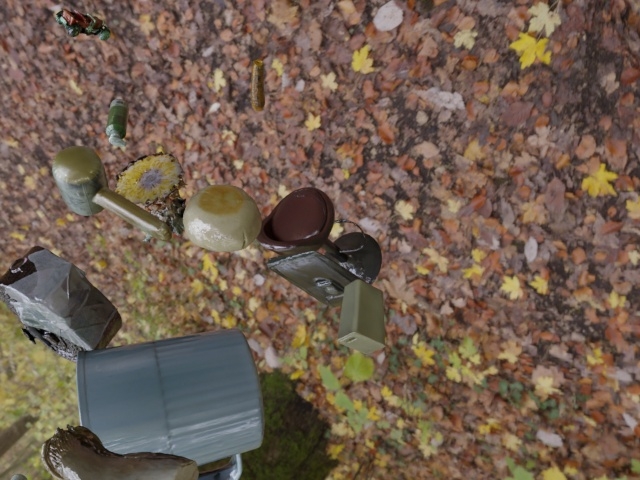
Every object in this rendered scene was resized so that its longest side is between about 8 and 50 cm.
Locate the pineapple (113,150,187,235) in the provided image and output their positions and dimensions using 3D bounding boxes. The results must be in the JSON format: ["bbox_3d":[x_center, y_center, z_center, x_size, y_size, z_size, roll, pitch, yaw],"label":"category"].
[{"bbox_3d":[-0.552,-0.125,1.993,0.262,0.262,0.272,14,144,20],"label":"pineapple"}]

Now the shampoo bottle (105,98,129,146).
[{"bbox_3d":[-0.624,-0.360,1.774,0.065,0.204,0.065,-7,133,-7],"label":"shampoo bottle"}]

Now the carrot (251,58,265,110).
[{"bbox_3d":[-0.176,-0.439,1.630,0.042,0.042,0.171,25,146,11],"label":"carrot"}]

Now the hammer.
[{"bbox_3d":[-0.476,-0.084,1.342,0.305,0.113,0.202,33,156,3],"label":"hammer"}]

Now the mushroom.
[{"bbox_3d":[-0.258,0.289,0.717,0.223,0.092,0.081,2,120,24],"label":"mushroom"}]

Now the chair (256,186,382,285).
[{"bbox_3d":[0.000,0.000,1.679,0.226,0.227,0.401,-4,155,31],"label":"chair"}]

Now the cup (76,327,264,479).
[{"bbox_3d":[-0.276,0.345,1.099,0.257,0.311,0.331,146,113,-70],"label":"cup"}]

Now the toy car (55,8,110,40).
[{"bbox_3d":[-0.633,-0.581,1.544,0.073,0.143,0.054,46,118,12],"label":"toy car"}]

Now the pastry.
[{"bbox_3d":[-0.195,-0.045,1.152,0.156,0.156,0.092,22,139,14],"label":"pastry"}]

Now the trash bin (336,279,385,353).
[{"bbox_3d":[0.061,0.110,0.839,0.061,0.092,0.043,27,140,-27],"label":"trash bin"}]

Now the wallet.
[{"bbox_3d":[0.007,0.092,1.338,0.168,0.052,0.245,-12,146,41],"label":"wallet"}]

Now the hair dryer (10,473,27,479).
[{"bbox_3d":[-0.751,0.626,1.386,0.038,0.063,0.124,27,114,-10],"label":"hair dryer"}]

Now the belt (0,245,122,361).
[{"bbox_3d":[-0.580,0.159,1.271,0.184,0.164,0.289,1,134,31],"label":"belt"}]
